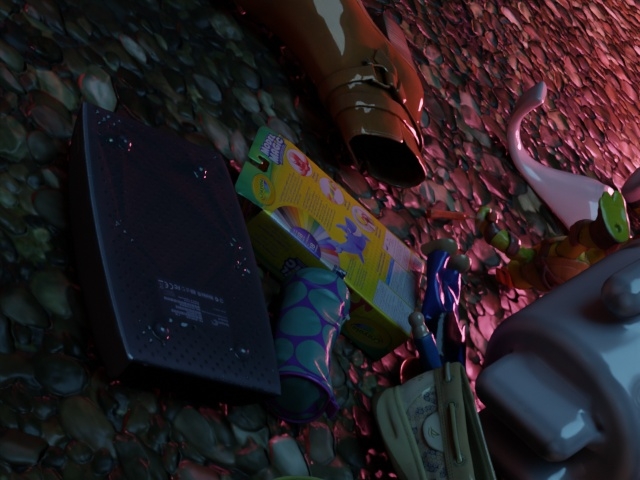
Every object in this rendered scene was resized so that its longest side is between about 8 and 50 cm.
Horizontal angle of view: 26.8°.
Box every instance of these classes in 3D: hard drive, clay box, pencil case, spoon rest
[{"bbox_3d":[-0.128,0.015,1.107,0.172,0.054,0.255,19,43,-41],"label":"hard drive"},{"bbox_3d":[0.000,0.000,1.289,0.222,0.053,0.127,41,33,-16],"label":"clay box"},{"bbox_3d":[-0.010,0.088,1.171,0.070,0.064,0.152,25,37,-9],"label":"pencil case"},{"bbox_3d":[0.328,-0.076,1.790,0.276,0.084,0.137,56,30,-18],"label":"spoon rest"}]

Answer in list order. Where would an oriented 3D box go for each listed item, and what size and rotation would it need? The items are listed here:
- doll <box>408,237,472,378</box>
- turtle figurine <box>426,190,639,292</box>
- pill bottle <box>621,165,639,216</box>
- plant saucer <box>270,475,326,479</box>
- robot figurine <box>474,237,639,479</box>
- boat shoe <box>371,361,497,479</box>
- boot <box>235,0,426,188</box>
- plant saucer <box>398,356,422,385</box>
[{"bbox_3d":[0.117,0.094,1.288,0.129,0.046,0.189,45,41,-53],"label":"doll"},{"bbox_3d":[0.267,0.013,1.504,0.269,0.217,0.087,29,58,-24],"label":"turtle figurine"},{"bbox_3d":[0.551,-0.032,1.970,0.208,0.119,0.119,47,31,-6],"label":"pill bottle"},{"bbox_3d":[0.010,0.293,1.008,0.241,0.037,0.241,33,36,-28],"label":"plant saucer"},{"bbox_3d":[0.305,0.121,1.337,0.353,0.300,0.200,-28,57,-29],"label":"robot figurine"},{"bbox_3d":[0.133,0.237,1.148,0.285,0.089,0.104,65,10,25],"label":"boat shoe"},{"bbox_3d":[0.008,-0.187,1.472,0.283,0.109,0.220,32,39,-40],"label":"boot"},{"bbox_3d":[0.102,0.152,1.296,0.083,0.015,0.083,34,34,-27],"label":"plant saucer"}]
